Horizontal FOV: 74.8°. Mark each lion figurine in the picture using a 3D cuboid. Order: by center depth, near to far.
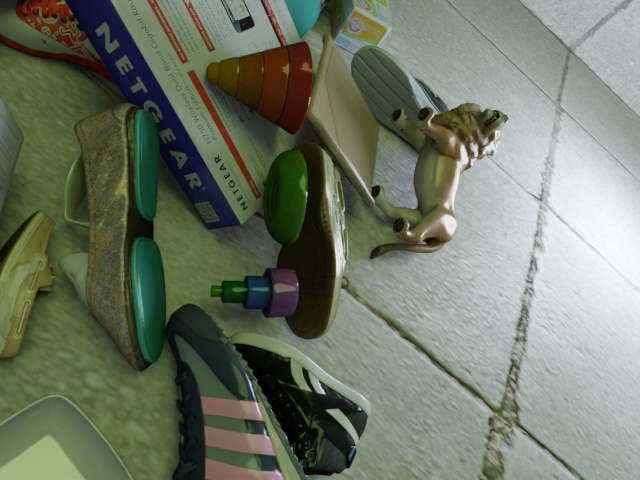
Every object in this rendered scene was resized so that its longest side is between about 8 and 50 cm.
[{"bbox_3d":[0.232,-0.114,0.833,0.240,0.142,0.393,25,82,-36],"label":"lion figurine"}]

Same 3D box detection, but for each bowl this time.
[{"bbox_3d":[-0.262,0.235,0.377,0.142,0.053,0.142,49,48,3],"label":"bowl"}]

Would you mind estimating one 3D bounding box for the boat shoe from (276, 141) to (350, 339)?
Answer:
[{"bbox_3d":[0.000,0.000,0.623,0.089,0.104,0.286,14,76,-56],"label":"boat shoe"}]

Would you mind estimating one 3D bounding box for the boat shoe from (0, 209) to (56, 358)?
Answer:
[{"bbox_3d":[-0.324,0.046,0.455,0.059,0.063,0.170,37,45,-39],"label":"boat shoe"}]

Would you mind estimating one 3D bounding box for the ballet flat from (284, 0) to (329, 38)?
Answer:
[{"bbox_3d":[-0.038,-0.590,0.926,0.182,0.164,0.483,29,68,24],"label":"ballet flat"}]

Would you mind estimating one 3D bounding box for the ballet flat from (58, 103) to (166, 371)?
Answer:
[{"bbox_3d":[-0.246,-0.006,0.497,0.106,0.107,0.316,-5,78,-1],"label":"ballet flat"}]

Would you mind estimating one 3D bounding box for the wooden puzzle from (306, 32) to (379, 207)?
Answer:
[{"bbox_3d":[0.042,-0.206,0.737,0.221,0.044,0.239,48,38,-44],"label":"wooden puzzle"}]

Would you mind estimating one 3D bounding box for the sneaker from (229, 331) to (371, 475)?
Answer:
[{"bbox_3d":[-0.037,0.212,0.514,0.216,0.079,0.121,33,50,-12],"label":"sneaker"}]

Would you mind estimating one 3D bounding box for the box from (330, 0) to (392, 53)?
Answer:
[{"bbox_3d":[0.098,-0.577,1.057,0.114,0.103,0.203,15,56,-25],"label":"box"}]

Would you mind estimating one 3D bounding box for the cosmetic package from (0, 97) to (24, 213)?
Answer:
[{"bbox_3d":[-0.405,0.017,0.306,0.217,0.156,0.385,5,66,-12],"label":"cosmetic package"}]

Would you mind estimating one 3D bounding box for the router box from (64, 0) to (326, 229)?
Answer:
[{"bbox_3d":[-0.132,-0.238,0.624,0.301,0.082,0.336,-49,123,-41],"label":"router box"}]

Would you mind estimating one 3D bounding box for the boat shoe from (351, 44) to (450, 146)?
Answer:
[{"bbox_3d":[0.202,-0.317,0.974,0.335,0.121,0.119,42,41,-18],"label":"boat shoe"}]

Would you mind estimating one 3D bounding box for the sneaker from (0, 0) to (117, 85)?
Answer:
[{"bbox_3d":[-0.346,-0.322,0.599,0.269,0.145,0.090,20,54,-20],"label":"sneaker"}]

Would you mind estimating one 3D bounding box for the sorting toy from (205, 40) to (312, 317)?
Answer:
[{"bbox_3d":[-0.091,-0.085,0.540,0.126,0.127,0.366,4,87,-21],"label":"sorting toy"}]

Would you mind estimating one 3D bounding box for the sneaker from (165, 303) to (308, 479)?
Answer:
[{"bbox_3d":[-0.114,0.222,0.442,0.131,0.112,0.319,-23,72,-33],"label":"sneaker"}]
